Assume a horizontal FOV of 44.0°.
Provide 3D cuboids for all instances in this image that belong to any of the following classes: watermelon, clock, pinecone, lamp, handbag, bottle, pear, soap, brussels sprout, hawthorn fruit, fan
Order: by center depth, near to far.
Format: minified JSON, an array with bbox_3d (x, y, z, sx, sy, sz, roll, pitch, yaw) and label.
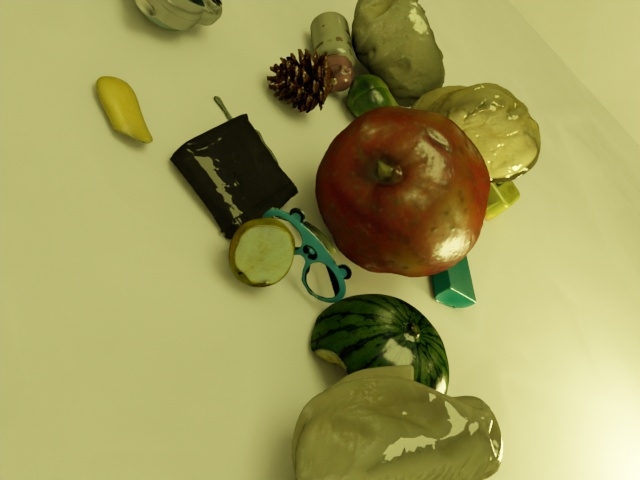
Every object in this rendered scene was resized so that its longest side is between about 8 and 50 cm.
[{"bbox_3d":[-0.122,0.019,1.565,0.141,0.104,0.141,-4,100,-24],"label":"pear"},{"bbox_3d":[-0.393,-0.257,1.578,0.089,0.033,0.168,-4,64,-44],"label":"soap"},{"bbox_3d":[0.158,0.241,1.630,0.330,0.189,0.331,22,53,-32],"label":"watermelon"},{"bbox_3d":[-0.171,-0.142,1.670,0.223,0.080,0.247,52,40,-1],"label":"handbag"},{"bbox_3d":[0.169,-0.119,1.733,0.403,0.403,0.403,26,45,-29],"label":"hawthorn fruit"},{"bbox_3d":[-0.180,-0.239,1.799,0.132,0.009,0.220,-24,79,-52],"label":"fan"},{"bbox_3d":[-0.336,-0.552,1.809,0.246,0.108,0.179,-1,66,-48],"label":"lamp"},{"bbox_3d":[-0.046,-0.393,1.951,0.173,0.173,0.174,26,45,-29],"label":"pinecone"},{"bbox_3d":[0.135,-0.377,2.141,0.155,0.117,0.155,55,11,-16],"label":"brussels sprout"},{"bbox_3d":[0.036,-0.504,2.148,0.110,0.110,0.233,19,49,-35],"label":"bottle"},{"bbox_3d":[0.490,-0.175,2.358,0.202,0.096,0.143,55,36,2],"label":"clock"}]

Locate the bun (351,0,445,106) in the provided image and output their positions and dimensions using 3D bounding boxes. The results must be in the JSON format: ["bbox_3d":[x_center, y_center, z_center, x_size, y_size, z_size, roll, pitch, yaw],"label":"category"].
[{"bbox_3d":[0.206,-0.544,2.237,0.360,0.211,0.360,62,6,-11],"label":"bun"}]

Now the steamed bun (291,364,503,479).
[{"bbox_3d":[0.113,0.354,1.381,0.367,0.342,0.255,3,45,-30],"label":"steamed bun"}]

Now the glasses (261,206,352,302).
[{"bbox_3d":[-0.029,0.024,1.693,0.239,0.102,0.207,50,1,-3],"label":"glasses"}]

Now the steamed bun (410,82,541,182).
[{"bbox_3d":[0.398,-0.284,2.178,0.325,0.372,0.230,55,19,-24],"label":"steamed bun"}]

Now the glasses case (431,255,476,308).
[{"bbox_3d":[0.322,0.028,2.055,0.117,0.070,0.301,28,42,-36],"label":"glasses case"}]
